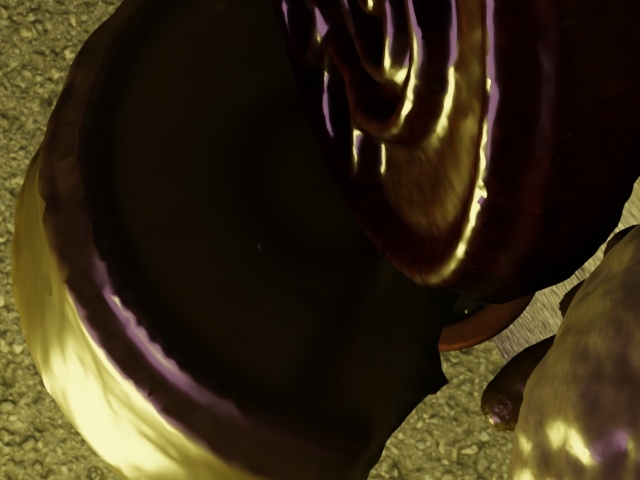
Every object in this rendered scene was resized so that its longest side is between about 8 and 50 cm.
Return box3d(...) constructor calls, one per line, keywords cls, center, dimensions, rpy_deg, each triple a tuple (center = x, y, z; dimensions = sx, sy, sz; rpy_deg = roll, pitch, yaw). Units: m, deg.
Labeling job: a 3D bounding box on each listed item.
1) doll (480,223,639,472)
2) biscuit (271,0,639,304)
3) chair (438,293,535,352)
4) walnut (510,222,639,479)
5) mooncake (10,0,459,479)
box3d(cls="doll", center=(0.167, 0.052, 0.962), dimensions=(0.097, 0.209, 0.137), rpy_deg=(34, -159, -30))
box3d(cls="biscuit", center=(0.038, -0.165, 0.864), dimensions=(0.407, 0.091, 0.407), rpy_deg=(165, 90, -76))
box3d(cls="chair", center=(0.095, -0.033, 1.559), dimensions=(0.226, 0.226, 0.401), rpy_deg=(60, 180, 17))
box3d(cls="walnut", center=(0.190, 0.093, 0.596), dimensions=(0.248, 0.248, 0.248), rpy_deg=(60, 179, 2))
box3d(cls="mooncake", center=(0.000, 0.000, 1.144), dimensions=(0.246, 0.393, 0.394), rpy_deg=(127, 139, -57))
